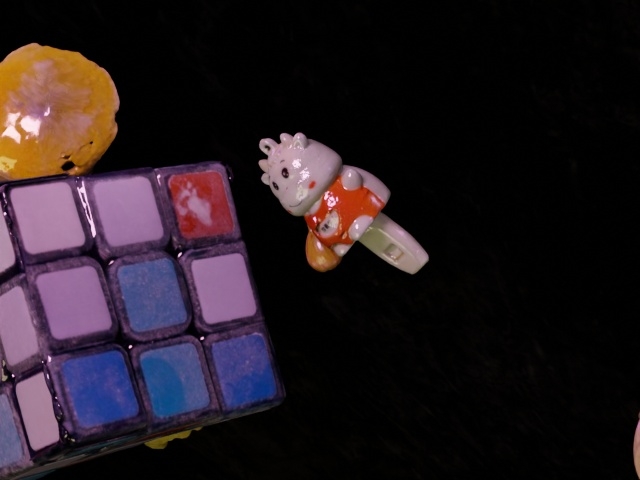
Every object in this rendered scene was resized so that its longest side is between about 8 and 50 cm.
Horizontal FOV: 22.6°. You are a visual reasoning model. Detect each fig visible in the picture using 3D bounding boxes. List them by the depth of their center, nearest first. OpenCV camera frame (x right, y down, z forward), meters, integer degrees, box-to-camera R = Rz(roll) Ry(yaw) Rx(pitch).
[{"bbox_3d":[0.000,0.000,2.121,0.050,0.050,0.083,-4,113,47],"label":"fig"}]

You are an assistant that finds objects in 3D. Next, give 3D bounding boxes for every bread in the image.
[{"bbox_3d":[-0.367,-0.152,2.130,0.197,0.197,0.170,33,162,0],"label":"bread"}]

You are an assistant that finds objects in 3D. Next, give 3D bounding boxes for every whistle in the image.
[{"bbox_3d":[0.025,-0.043,1.978,0.253,0.105,0.102,38,166,-6],"label":"whistle"}]

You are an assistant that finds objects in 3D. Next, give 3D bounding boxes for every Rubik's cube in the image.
[{"bbox_3d":[-0.306,0.116,2.135,0.363,0.359,0.362,-28,79,51],"label":"Rubik's cube"}]

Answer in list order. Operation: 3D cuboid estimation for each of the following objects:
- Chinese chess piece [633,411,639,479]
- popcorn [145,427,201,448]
[{"bbox_3d":[0.515,0.274,1.959,0.273,0.102,0.273,25,149,16],"label":"Chinese chess piece"},{"bbox_3d":[-0.243,0.192,2.468,0.212,0.259,0.259,-5,150,-12],"label":"popcorn"}]
